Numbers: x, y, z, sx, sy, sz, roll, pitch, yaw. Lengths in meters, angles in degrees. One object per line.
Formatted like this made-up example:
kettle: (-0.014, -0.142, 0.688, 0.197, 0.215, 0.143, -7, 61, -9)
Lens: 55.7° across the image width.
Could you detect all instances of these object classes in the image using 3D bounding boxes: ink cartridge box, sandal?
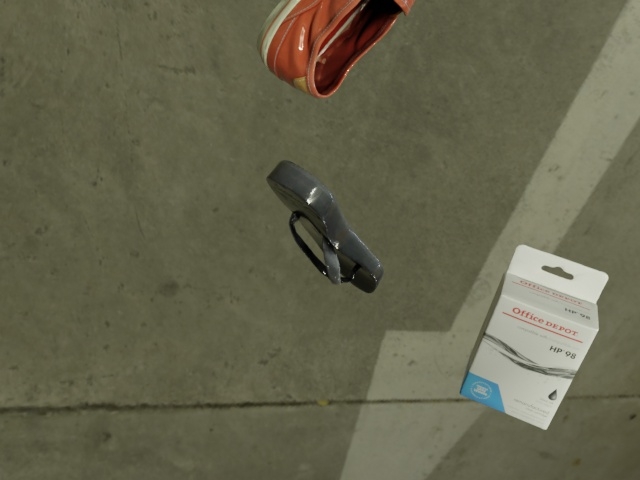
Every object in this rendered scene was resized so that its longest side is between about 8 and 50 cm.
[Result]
ink cartridge box: (0.232, 0.107, 0.666, 0.104, 0.060, 0.180, 20, 119, 14)
sandal: (-0.001, -0.001, 0.670, 0.054, 0.097, 0.254, -52, 146, -9)

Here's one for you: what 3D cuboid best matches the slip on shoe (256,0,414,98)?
slip on shoe: (0.071, -0.284, 0.629, 0.331, 0.101, 0.123, -45, 158, 17)
